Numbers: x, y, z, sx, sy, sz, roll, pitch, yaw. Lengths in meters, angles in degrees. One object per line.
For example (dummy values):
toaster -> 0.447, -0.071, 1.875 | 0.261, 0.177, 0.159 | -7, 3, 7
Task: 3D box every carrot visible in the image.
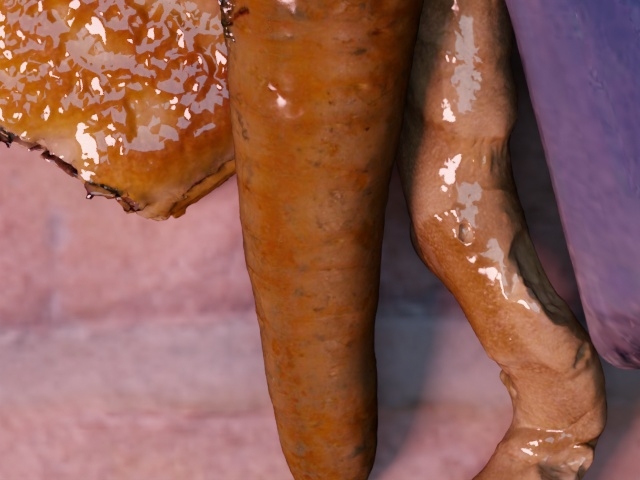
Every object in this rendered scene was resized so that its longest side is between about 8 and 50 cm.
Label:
carrot -> 0.000, 0.000, 0.642 | 0.078, 0.078, 0.298 | 0, 114, 3

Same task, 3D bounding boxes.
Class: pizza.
pizza -> -0.097, -0.106, 0.672 | 0.226, 0.069, 0.147 | 29, 100, -6

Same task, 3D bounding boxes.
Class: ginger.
ginger -> 0.061, -0.011, 0.662 | 0.075, 0.089, 0.288 | -13, 101, -24

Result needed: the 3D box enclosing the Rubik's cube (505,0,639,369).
Rubik's cube -> 0.238, -0.145, 0.501 | 0.316, 0.318, 0.313 | -14, 89, -16
